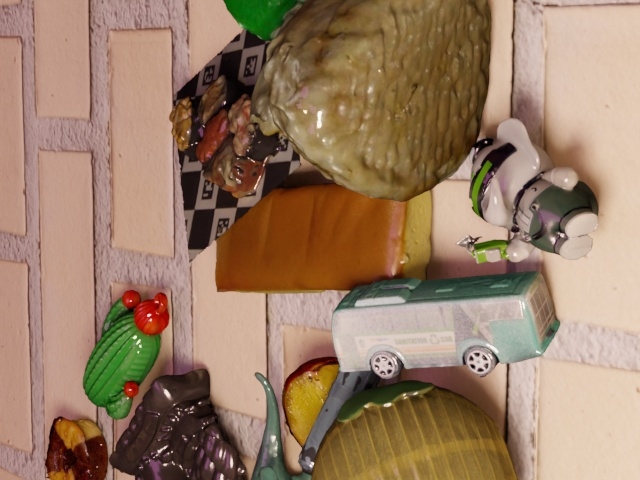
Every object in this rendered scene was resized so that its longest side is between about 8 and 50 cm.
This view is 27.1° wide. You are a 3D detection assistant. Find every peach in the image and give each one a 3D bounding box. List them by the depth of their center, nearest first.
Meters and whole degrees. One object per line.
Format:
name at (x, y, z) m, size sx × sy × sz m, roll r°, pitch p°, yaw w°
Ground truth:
peach at (0.030, 0.224, 1.704) m, size 0.172 × 0.092 × 0.127 m, roll 43°, pitch 131°, yaw 27°

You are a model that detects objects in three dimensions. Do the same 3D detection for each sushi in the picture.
sushi at (-0.142, -0.161, 1.815) m, size 0.294 × 0.059 × 0.292 m, roll -38°, pitch 48°, yaw 43°

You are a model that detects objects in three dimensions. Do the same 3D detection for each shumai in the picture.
shumai at (0.012, -0.189, 1.503) m, size 0.288 × 0.330 × 0.292 m, roll 14°, pitch 129°, yaw 36°

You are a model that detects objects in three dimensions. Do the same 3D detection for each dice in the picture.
dice at (-0.043, -0.332, 1.691) m, size 0.128 × 0.131 × 0.120 m, roll -47°, pitch 63°, yaw 39°

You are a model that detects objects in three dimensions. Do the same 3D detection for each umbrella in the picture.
umbrella at (0.044, 0.175, 1.632) m, size 0.250 × 0.053 × 0.052 m, roll -62°, pitch -1°, yaw -13°

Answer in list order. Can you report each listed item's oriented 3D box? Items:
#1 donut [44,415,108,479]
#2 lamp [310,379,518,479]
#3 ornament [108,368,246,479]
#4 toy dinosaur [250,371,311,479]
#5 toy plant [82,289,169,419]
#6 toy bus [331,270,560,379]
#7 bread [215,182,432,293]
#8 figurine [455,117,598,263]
donut at (-0.408, 0.361, 2.231) m, size 0.140 × 0.059 × 0.141 m, roll 6°, pitch 98°, yaw 47°
lamp at (0.084, 0.294, 1.508) m, size 0.250 × 0.284 × 0.250 m, roll 159°, pitch 90°, yaw -87°
ornament at (-0.179, 0.353, 1.956) m, size 0.260 × 0.106 × 0.251 m, roll 49°, pitch 130°, yaw 26°
toy dinosaur at (-0.074, 0.421, 1.850) m, size 0.331 × 0.129 × 0.384 m, roll -51°, pitch 57°, yaw 49°
toy plant at (-0.302, 0.162, 2.072) m, size 0.154 × 0.088 × 0.240 m, roll 44°, pitch 119°, yaw 54°
toy bus at (0.137, 0.097, 1.517) m, size 0.261 × 0.091 × 0.109 m, roll -6°, pitch 111°, yaw 29°
bread at (-0.001, 0.000, 1.710) m, size 0.361 × 0.077 × 0.138 m, roll -2°, pitch 82°, yaw 48°
figurine at (0.220, -0.050, 1.442) m, size 0.192 × 0.126 × 0.147 m, roll 50°, pitch 148°, yaw 47°
